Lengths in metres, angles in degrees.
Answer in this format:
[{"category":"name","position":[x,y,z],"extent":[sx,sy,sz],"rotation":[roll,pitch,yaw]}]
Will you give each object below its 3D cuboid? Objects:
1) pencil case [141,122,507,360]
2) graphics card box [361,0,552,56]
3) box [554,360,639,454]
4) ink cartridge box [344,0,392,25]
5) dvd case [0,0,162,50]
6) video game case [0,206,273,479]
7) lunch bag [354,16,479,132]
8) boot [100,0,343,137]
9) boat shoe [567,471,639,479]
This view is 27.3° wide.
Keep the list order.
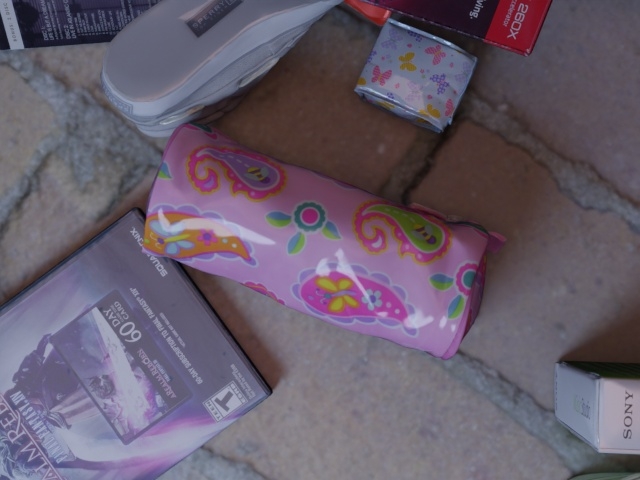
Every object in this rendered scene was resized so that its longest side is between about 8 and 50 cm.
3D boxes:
[{"category":"pencil case","position":[0.000,0.000,1.062],"extent":[0.284,0.124,0.124],"rotation":[19,90,3]},{"category":"graphics card box","position":[0.016,-0.297,0.923],"extent":[0.371,0.094,0.232],"rotation":[18,113,-5]},{"category":"box","position":[0.348,0.127,0.982],"extent":[0.322,0.232,0.058],"rotation":[4,88,4]},{"category":"ink cartridge box","position":[-0.060,-0.367,1.004],"extent":[0.385,0.091,0.308],"rotation":[34,129,3]},{"category":"dvd case","position":[-0.172,-0.235,1.074],"extent":[0.221,0.018,0.164],"rotation":[-4,131,2]},{"category":"video game case","position":[-0.207,0.130,1.115],"extent":[0.274,0.026,0.196],"rotation":[-36,87,1]},{"category":"lunch bag","position":[0.080,-0.134,1.093],"extent":[0.083,0.053,0.071],"rotation":[23,88,13]},{"category":"boot","position":[-0.058,-0.179,1.066],"extent":[0.258,0.123,0.095],"rotation":[-33,80,-3]},{"category":"boat shoe","position":[0.314,0.218,1.055],"extent":[0.258,0.084,0.095],"rotation":[-13,88,3]}]
